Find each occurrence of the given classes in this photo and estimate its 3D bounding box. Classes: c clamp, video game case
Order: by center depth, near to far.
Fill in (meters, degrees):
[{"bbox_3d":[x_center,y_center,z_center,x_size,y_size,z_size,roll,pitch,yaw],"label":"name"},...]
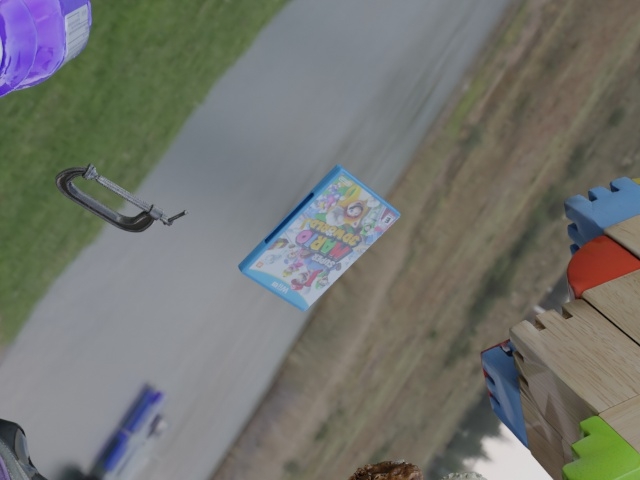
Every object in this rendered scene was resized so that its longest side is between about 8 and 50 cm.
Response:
[{"bbox_3d":[0.000,0.000,1.417,0.166,0.015,0.119,-45,134,11],"label":"video game case"},{"bbox_3d":[-0.263,-0.057,1.595,0.137,0.161,0.022,-34,-149,57],"label":"c clamp"}]

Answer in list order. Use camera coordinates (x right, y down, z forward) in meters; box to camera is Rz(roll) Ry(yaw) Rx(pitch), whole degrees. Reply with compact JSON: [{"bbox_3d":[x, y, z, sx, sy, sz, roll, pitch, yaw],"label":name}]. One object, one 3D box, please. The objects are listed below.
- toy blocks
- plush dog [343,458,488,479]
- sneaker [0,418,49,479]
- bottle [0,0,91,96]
[{"bbox_3d":[0.250,0.043,0.734,0.381,0.190,0.261,-22,-150,-12],"label":"toy blocks"},{"bbox_3d":[0.044,0.335,1.367,0.262,0.210,0.225,-60,149,-2],"label":"plush dog"},{"bbox_3d":[-0.168,0.243,0.858,0.124,0.283,0.107,-45,-173,-36],"label":"sneaker"},{"bbox_3d":[-0.248,-0.161,0.929,0.283,0.118,0.092,-100,-170,-74],"label":"bottle"}]
